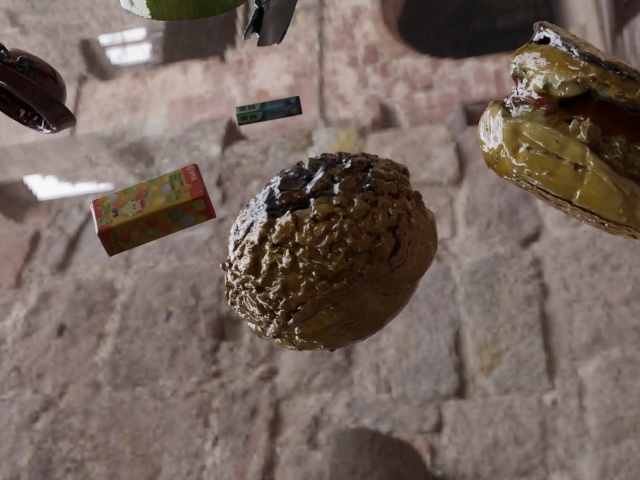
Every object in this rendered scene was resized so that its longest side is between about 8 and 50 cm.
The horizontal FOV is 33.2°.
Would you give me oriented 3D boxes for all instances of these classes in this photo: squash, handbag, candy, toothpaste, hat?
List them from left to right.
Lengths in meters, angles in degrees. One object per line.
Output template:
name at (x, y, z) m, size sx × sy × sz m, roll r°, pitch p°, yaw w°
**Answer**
hat at (-0.468, -0.250, 1.711) m, size 0.089 × 0.205 × 0.205 m, roll -60°, pitch -24°, yaw -15°
candy at (-0.175, -0.032, 1.123) m, size 0.062 × 0.122 × 0.038 m, roll -116°, pitch 7°, yaw -51°
squash at (-0.241, -0.475, 1.938) m, size 0.252 × 0.252 × 0.049 m, roll -83°, pitch -8°, yaw -50°
toothpaste at (-0.065, -0.162, 1.349) m, size 0.020 × 0.083 × 0.017 m, roll 81°, pitch 178°, yaw -51°
handbag at (-0.066, -0.436, 1.800) m, size 0.144 × 0.057 × 0.221 m, roll -49°, pitch -17°, yaw -74°

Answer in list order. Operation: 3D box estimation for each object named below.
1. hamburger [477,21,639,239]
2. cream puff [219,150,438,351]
hamburger at (0.271, -0.099, 1.068) m, size 0.163 × 0.244 × 0.244 m, roll -58°, pitch -5°, yaw 12°
cream puff at (0.000, 0.000, 1.607) m, size 0.327 × 0.343 × 0.231 m, roll -48°, pitch -56°, yaw -26°
